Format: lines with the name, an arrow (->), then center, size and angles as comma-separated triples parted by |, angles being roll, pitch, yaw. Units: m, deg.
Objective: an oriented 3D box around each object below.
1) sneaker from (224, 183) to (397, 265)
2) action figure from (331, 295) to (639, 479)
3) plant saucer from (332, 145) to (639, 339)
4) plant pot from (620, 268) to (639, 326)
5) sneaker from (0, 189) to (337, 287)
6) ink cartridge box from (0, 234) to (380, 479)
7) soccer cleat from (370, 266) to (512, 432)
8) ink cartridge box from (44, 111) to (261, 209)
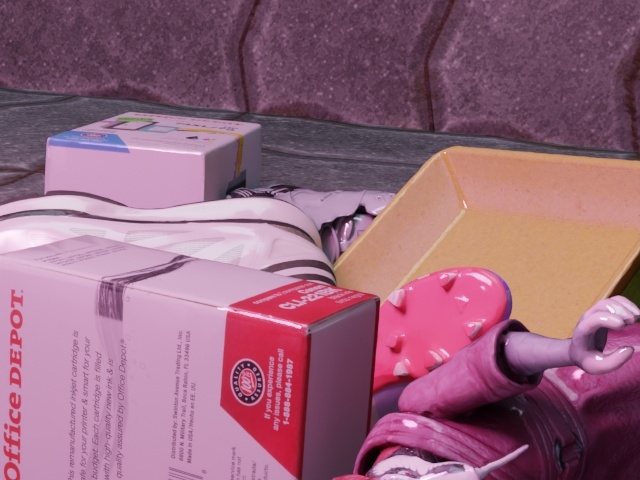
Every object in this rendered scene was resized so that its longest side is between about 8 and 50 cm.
sneaker -> 0.000, 0.000, 1.497 | 0.210, 0.137, 0.366 | 3, 10, 11
action figure -> 0.128, 0.124, 0.796 | 0.370, 0.248, 0.276 | -5, 15, -40
plant saucer -> 0.178, 0.039, 1.238 | 0.333, 0.081, 0.333 | 10, 46, 44
plant pot -> 0.484, 0.051, 1.228 | 0.254, 0.276, 0.276 | 10, 10, -25
sneaker -> -0.192, 0.068, 1.123 | 0.448, 0.169, 0.257 | -8, 24, -11
ink cartridge box -> -0.107, 0.117, 0.871 | 0.273, 0.197, 0.114 | 11, 14, 27
soccer cleat -> 0.068, 0.103, 0.964 | 0.095, 0.248, 0.083 | 9, 46, -48
ink cartridge box -> -0.204, -0.045, 1.513 | 0.198, 0.197, 0.270 | 6, 14, 10
